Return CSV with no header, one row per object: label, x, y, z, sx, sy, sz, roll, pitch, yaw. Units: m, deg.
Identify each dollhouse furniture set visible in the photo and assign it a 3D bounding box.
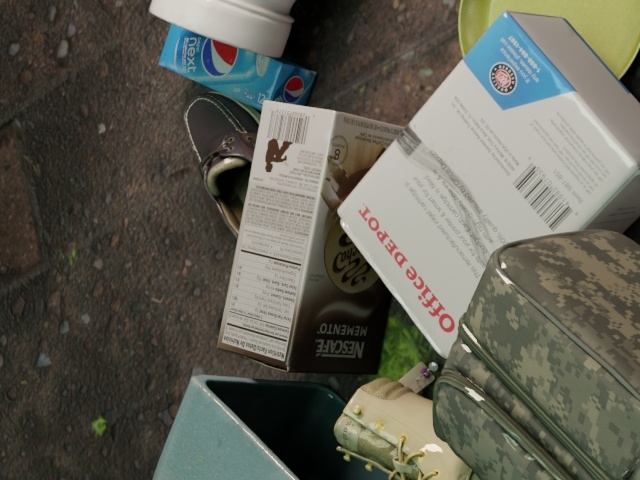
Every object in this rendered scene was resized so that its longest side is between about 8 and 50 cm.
dollhouse furniture set,0.124,0.200,1.730,0.081,0.091,0.114,-38,83,-15

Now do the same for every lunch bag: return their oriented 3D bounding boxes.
lunch bag,0.256,0.176,1.388,0.305,0.212,0.256,45,130,34

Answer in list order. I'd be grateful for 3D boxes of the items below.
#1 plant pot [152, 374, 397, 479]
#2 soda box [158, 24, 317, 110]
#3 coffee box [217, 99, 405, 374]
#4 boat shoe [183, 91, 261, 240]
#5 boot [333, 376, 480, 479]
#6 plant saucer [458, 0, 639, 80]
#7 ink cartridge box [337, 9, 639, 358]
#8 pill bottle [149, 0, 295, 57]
plant pot,-0.050,0.328,1.698,0.247,0.248,0.252,40,108,35
soda box,-0.108,-0.220,1.924,0.210,0.071,0.067,26,102,38
coffee box,0.000,0.000,1.751,0.119,0.168,0.297,13,94,39
boat shoe,-0.102,-0.084,1.890,0.103,0.092,0.285,-45,60,26
boot,0.100,0.243,1.551,0.203,0.262,0.095,23,123,13
plant saucer,0.261,-0.251,1.650,0.241,0.037,0.241,-4,84,38
ink cartridge box,0.196,-0.054,1.591,0.307,0.129,0.223,-50,65,30
pill bottle,-0.061,-0.439,1.810,0.229,0.229,0.408,28,103,38
